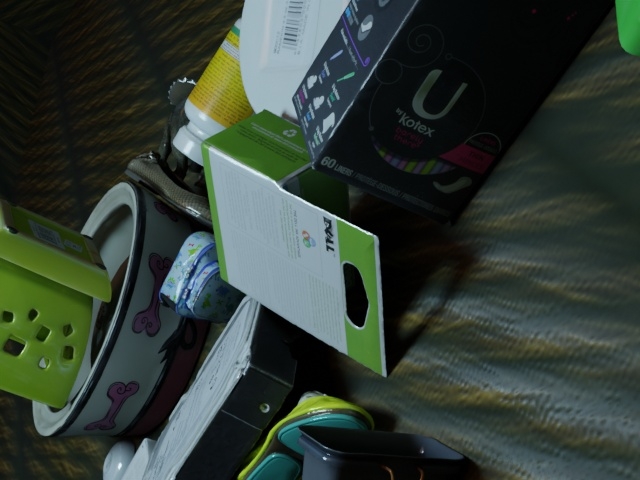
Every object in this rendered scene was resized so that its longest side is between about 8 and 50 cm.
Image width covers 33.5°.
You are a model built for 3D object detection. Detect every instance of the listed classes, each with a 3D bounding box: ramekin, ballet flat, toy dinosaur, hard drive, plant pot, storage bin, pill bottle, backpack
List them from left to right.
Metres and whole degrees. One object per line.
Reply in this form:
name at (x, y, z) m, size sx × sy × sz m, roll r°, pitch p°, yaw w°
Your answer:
plant pot at (-0.432, 0.075, 1.515) m, size 0.207 × 0.227 × 0.228 m, roll -60°, pitch 25°, yaw 7°
ballet flat at (-0.209, -0.077, 1.617) m, size 0.250 × 0.084 × 0.058 m, roll 31°, pitch 85°, yaw 40°
toy dinosaur at (-0.199, -0.175, 1.703) m, size 0.313 × 0.121 × 0.160 m, roll -131°, pitch 51°, yaw -67°
backpack at (-0.148, 0.053, 1.448) m, size 0.084 × 0.105 × 0.114 m, roll 25°, pitch 94°, yaw 43°
hard drive at (-0.127, 0.213, 1.252) m, size 0.339 × 0.064 × 0.237 m, roll -58°, pitch 10°, yaw 26°
pill bottle at (-0.123, -0.206, 1.543) m, size 0.208 × 0.118 × 0.117 m, roll -57°, pitch 27°, yaw 10°
ballet flat at (-0.019, 0.202, 1.108) m, size 0.231 × 0.077 × 0.077 m, roll -46°, pitch 20°, yaw 43°
ramekin at (0.020, -0.239, 1.206) m, size 0.277 × 0.135 × 0.277 m, roll -11°, pitch 77°, yaw 56°
storage bin at (0.047, 0.216, 0.901) m, size 0.098 × 0.135 × 0.091 m, roll 15°, pitch 96°, yaw 65°

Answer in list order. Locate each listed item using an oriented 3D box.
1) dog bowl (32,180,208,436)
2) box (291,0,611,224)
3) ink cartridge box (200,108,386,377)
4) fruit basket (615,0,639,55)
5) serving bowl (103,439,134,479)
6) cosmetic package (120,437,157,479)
dog bowl at (-0.301, 0.121, 1.648) m, size 0.408 × 0.150 × 0.408 m, roll -44°, pitch 36°, yaw 44°
box at (0.113, -0.178, 1.011) m, size 0.270 × 0.165 × 0.143 m, roll -57°, pitch 27°, yaw 26°
ink cartridge box at (0.000, 0.000, 1.109) m, size 0.255 × 0.097 × 0.188 m, roll 29°, pitch 138°, yaw 37°
fruit basket at (0.330, -0.305, 0.590) m, size 0.392 × 0.283 × 0.392 m, roll -170°, pitch 90°, yaw -80°
serving bowl at (-0.317, 0.348, 1.649) m, size 0.083 × 0.027 × 0.083 m, roll -45°, pitch 34°, yaw 43°
cosmetic package at (-0.262, 0.395, 1.461) m, size 0.239 × 0.060 × 0.099 m, roll -58°, pitch 29°, yaw 22°
